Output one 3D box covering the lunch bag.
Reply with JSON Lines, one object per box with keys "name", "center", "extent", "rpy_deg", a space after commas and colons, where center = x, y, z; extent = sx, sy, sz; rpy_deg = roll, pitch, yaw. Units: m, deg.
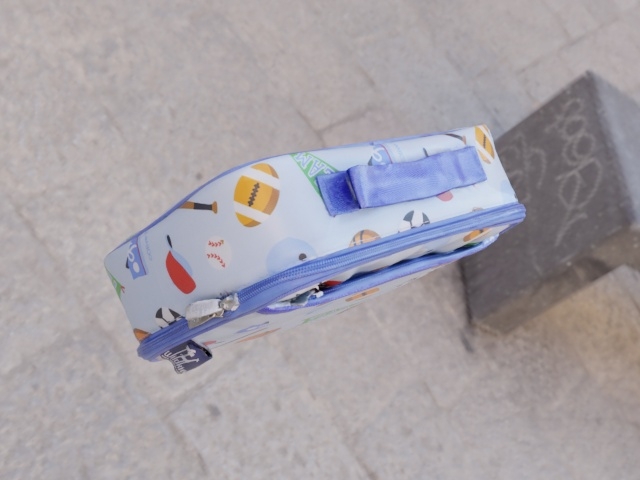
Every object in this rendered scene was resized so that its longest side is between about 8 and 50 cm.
{"name": "lunch bag", "center": [0.000, 0.000, 0.770], "extent": [0.303, 0.243, 0.115], "rpy_deg": [-16, 83, -44]}
